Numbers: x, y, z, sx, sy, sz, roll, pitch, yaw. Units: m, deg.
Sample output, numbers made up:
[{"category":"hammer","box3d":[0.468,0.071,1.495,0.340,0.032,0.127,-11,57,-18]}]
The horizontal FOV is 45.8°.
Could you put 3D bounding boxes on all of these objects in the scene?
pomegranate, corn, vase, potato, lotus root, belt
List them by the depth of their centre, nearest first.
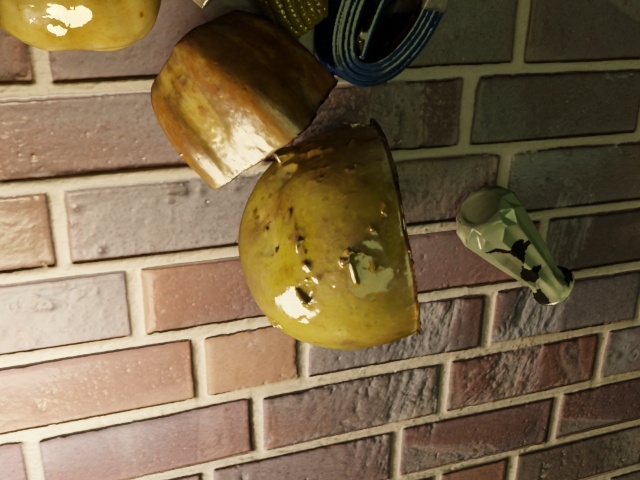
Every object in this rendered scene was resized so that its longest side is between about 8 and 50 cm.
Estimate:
[{"category":"pomegranate","box3d":[-0.379,-0.449,1.171,0.333,0.332,0.332,-8,114,-19]},{"category":"corn","box3d":[-0.100,-0.529,1.349,0.131,0.131,0.344,-35,120,-5]},{"category":"lotus root","box3d":[-0.152,-0.273,1.386,0.316,0.316,0.250,-45,102,1]},{"category":"potato","box3d":[0.000,0.000,1.442,0.320,0.442,0.385,-13,129,-2]},{"category":"belt","box3d":[0.126,-0.468,1.470,0.213,0.117,0.346,22,102,-26]},{"category":"vase","box3d":[0.468,0.021,1.801,0.165,0.165,0.360,-48,124,3]}]

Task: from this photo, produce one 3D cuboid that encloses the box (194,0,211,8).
[{"category":"box","box3d":[-0.189,-0.510,1.278,0.141,0.058,0.201,43,132,-14]}]
